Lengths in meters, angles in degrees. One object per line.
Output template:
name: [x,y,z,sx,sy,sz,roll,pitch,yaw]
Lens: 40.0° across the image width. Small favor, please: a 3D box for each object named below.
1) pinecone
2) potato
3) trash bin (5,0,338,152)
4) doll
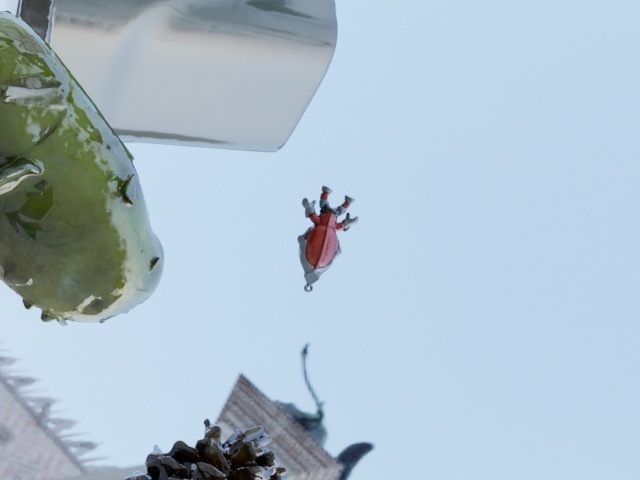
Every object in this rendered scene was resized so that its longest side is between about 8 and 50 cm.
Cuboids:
pinecone: [-0.137,0.310,1.040,0.179,0.184,0.204,40,-89,-11]
potato: [-0.168,-0.048,0.436,0.225,0.090,0.117,44,-65,-10]
trash bin: [-0.137,-0.189,0.744,0.219,0.250,0.219,-55,-140,45]
doll: [-0.001,0.000,0.931,0.039,0.057,0.114,10,-101,50]
